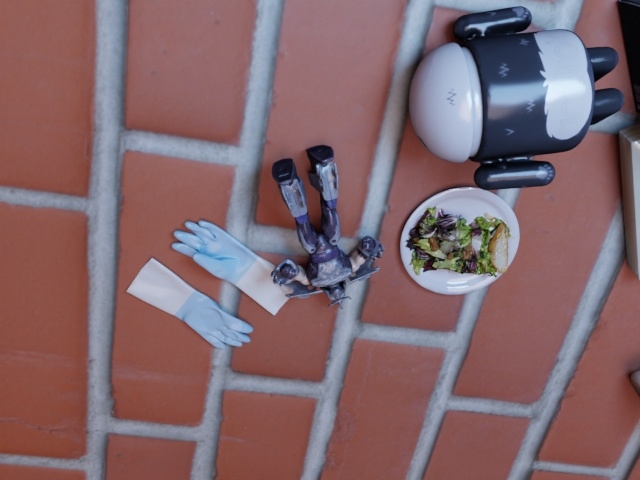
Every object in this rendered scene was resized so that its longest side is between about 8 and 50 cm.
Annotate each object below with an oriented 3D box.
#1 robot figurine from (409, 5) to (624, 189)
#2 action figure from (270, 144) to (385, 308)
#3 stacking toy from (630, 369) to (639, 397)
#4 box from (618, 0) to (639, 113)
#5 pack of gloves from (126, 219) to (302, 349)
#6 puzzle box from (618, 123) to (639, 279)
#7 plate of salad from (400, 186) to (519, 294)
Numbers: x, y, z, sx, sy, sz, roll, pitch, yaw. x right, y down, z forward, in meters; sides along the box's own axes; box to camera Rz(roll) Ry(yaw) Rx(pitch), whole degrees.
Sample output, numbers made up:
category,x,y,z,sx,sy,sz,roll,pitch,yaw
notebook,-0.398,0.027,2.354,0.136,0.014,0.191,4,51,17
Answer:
category,x,y,z,sx,sy,sz,roll,pitch,yaw
robot figurine,0.263,-0.199,0.888,0.278,0.209,0.173,-7,138,0
action figure,0.000,0.000,1.009,0.185,0.099,0.285,-22,121,-11
stacking toy,0.740,0.216,1.140,0.330,0.141,0.141,-34,113,9
box,0.579,-0.295,0.892,0.261,0.103,0.184,-21,120,7
pack of gloves,-0.180,0.087,1.072,0.232,0.046,0.195,35,108,-18
puzzle box,0.686,-0.104,0.993,0.409,0.052,0.272,-15,121,8
plate of salad,0.232,0.009,1.053,0.200,0.048,0.199,-1,117,-2
